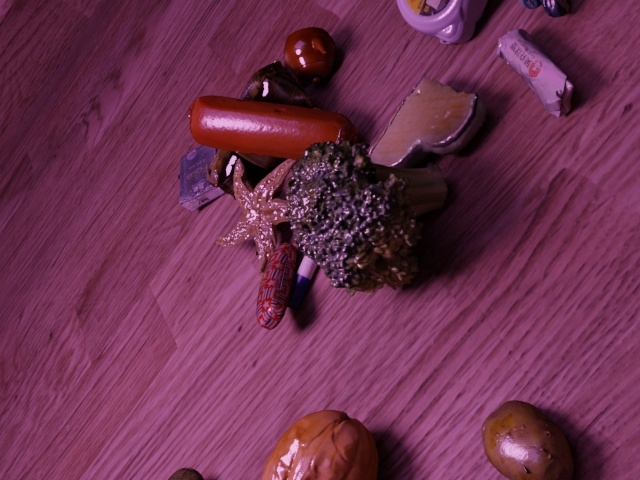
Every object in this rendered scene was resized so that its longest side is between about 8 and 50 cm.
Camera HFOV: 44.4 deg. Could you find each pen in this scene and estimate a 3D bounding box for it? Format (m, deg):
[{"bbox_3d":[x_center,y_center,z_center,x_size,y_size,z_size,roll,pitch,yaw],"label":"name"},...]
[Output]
[{"bbox_3d":[0.000,0.000,1.432,0.033,0.033,0.269,17,79,51],"label":"pen"}]

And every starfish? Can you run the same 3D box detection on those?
[{"bbox_3d":[-0.111,-0.060,1.528,0.277,0.062,0.236,-19,75,33],"label":"starfish"}]

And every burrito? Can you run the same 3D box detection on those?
[{"bbox_3d":[0.331,-0.262,1.202,0.064,0.064,0.203,-45,42,20],"label":"burrito"}]

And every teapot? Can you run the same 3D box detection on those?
[{"bbox_3d":[-0.020,-0.375,1.638,0.173,0.116,0.116,144,142,-66],"label":"teapot"}]

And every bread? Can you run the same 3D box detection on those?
[{"bbox_3d":[0.180,-0.198,1.327,0.232,0.064,0.172,-25,50,35],"label":"bread"}]

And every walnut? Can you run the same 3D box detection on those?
[{"bbox_3d":[-0.003,0.345,1.126,0.159,0.159,0.207,14,77,51],"label":"walnut"}]

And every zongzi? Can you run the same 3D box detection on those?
[{"bbox_3d":[-0.141,-0.253,1.688,0.286,0.134,0.288,-55,23,18],"label":"zongzi"}]

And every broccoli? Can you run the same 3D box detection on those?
[{"bbox_3d":[0.060,-0.035,1.225,0.235,0.260,0.288,-63,34,21],"label":"broccoli"}]

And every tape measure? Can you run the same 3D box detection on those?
[{"bbox_3d":[0.224,-0.454,1.378,0.178,0.105,0.196,44,127,29],"label":"tape measure"}]

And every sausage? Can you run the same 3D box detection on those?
[{"bbox_3d":[-0.098,-0.210,1.490,0.094,0.348,0.097,-55,-29,-63],"label":"sausage"}]

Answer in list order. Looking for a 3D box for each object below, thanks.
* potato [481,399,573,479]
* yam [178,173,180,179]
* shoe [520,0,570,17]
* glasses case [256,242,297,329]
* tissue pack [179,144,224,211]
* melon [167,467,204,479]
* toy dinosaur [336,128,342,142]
[{"bbox_3d":[0.250,0.252,0.964,0.091,0.070,0.138,-56,38,5],"label":"potato"},{"bbox_3d":[-0.316,-0.143,1.887,0.107,0.014,0.014,24,86,50],"label":"yam"},{"bbox_3d":[0.354,-0.403,1.261,0.071,0.064,0.143,-36,42,27],"label":"shoe"},{"bbox_3d":[-0.083,0.081,1.416,0.073,0.049,0.194,-56,15,36],"label":"glasses case"},{"bbox_3d":[-0.270,-0.153,1.806,0.112,0.051,0.156,-28,48,22],"label":"tissue pack"},{"bbox_3d":[-0.244,0.476,1.358,0.099,0.099,0.162,-8,63,46],"label":"melon"},{"bbox_3d":[0.000,-0.097,1.387,0.106,0.044,0.187,-48,-19,-60],"label":"toy dinosaur"}]
